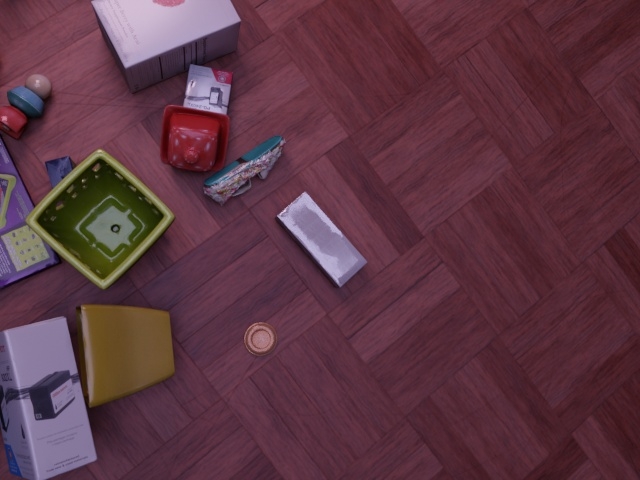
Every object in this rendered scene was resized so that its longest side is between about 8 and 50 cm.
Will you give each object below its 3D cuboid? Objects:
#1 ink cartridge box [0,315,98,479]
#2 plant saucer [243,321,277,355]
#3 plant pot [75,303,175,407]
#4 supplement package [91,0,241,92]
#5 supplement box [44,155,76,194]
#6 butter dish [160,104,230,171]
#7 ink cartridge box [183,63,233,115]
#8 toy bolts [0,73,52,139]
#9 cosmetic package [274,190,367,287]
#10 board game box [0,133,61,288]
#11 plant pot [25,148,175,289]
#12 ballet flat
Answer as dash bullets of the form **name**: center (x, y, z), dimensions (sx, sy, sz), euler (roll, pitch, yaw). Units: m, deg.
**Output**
- **ink cartridge box**: center (-0.602, 0.333, 1.349), dimensions (0.129, 0.223, 0.307), euler (-11, 86, -39)
- **plant saucer**: center (-0.148, 0.244, 1.571), dimensions (0.084, 0.013, 0.083), euler (1, 84, -11)
- **plant pot**: center (-0.437, 0.242, 1.424), dimensions (0.187, 0.212, 0.212), euler (-5, 85, -24)
- **supplement package**: center (-0.364, -0.513, 1.523), dimensions (0.293, 0.175, 0.177), euler (-27, 89, -13)
- **supplement box**: center (-0.597, -0.144, 1.484), dimensions (0.056, 0.083, 0.083), euler (-17, 87, -12)
- **butter dish**: center (-0.303, -0.222, 1.508), dimensions (0.160, 0.118, 0.160), euler (8, 124, -10)
- **ink cartridge box**: center (-0.282, -0.348, 1.579), dimensions (0.109, 0.063, 0.150), euler (8, 82, -11)
- **toy bolts**: center (-0.728, -0.363, 1.435), dimensions (0.228, 0.218, 0.158), euler (38, 71, -24)
- **cosmetic package**: center (0.000, 0.000, 1.602), dimensions (0.099, 0.060, 0.239), euler (-42, 93, -14)
- **board game box**: center (-0.771, -0.061, 1.462), dimensions (0.208, 0.056, 0.346), euler (-25, 89, -17)
- **plant pot**: center (-0.482, -0.037, 1.434), dimensions (0.228, 0.207, 0.227), euler (43, 77, -4)
- **ballet flat**: center (-0.181, -0.173, 1.584), dimensions (0.241, 0.091, 0.077), euler (-34, 122, -9)
